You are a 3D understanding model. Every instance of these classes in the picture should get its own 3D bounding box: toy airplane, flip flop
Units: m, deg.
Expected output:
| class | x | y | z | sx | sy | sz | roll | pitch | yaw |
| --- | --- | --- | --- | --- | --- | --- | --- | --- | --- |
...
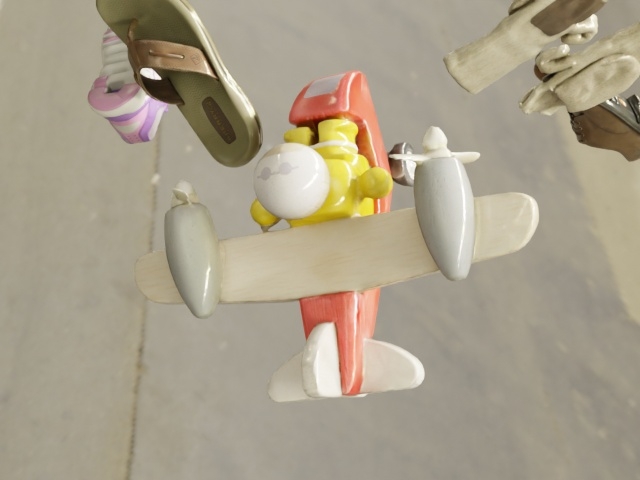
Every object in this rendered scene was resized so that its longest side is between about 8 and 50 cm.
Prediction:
| class | x | y | z | sx | sy | sz | roll | pitch | yaw |
| --- | --- | --- | --- | --- | --- | --- | --- | --- | --- |
| toy airplane | 0.000 | 0.000 | 1.587 | 0.384 | 0.386 | 0.272 | 42 | -4 | 37 |
| flip flop | -0.177 | -0.201 | 1.669 | 0.277 | 0.112 | 0.080 | 55 | 42 | -2 |

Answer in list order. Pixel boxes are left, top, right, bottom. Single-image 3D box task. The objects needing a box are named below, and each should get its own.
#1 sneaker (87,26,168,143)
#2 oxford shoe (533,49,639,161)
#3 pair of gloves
| class | x | y | z | sx | sy | sz | roll | pitch | yaw |
| --- | --- | --- | --- | --- | --- | --- | --- | --- | --- |
| sneaker | -0.236 | -0.216 | 1.816 | 0.236 | 0.095 | 0.104 | -80 | 154 | -43 |
| oxford shoe | 0.362 | -0.171 | 1.844 | 0.227 | 0.096 | 0.082 | 33 | 32 | -21 |
| pair of gloves | 0.253 | -0.203 | 1.384 | 0.240 | 0.204 | 0.042 | 18 | 44 | -50 |
